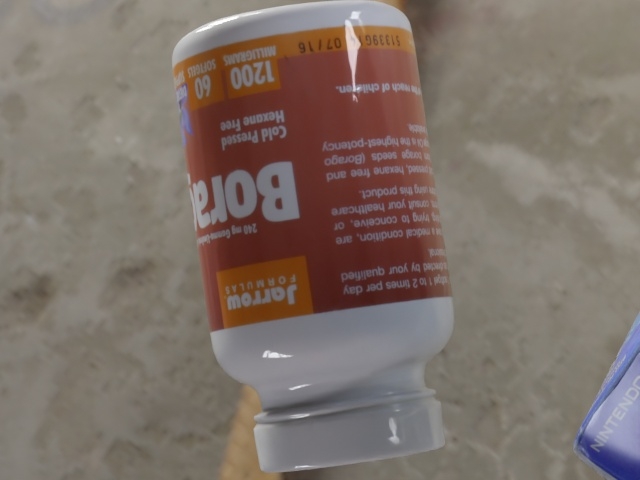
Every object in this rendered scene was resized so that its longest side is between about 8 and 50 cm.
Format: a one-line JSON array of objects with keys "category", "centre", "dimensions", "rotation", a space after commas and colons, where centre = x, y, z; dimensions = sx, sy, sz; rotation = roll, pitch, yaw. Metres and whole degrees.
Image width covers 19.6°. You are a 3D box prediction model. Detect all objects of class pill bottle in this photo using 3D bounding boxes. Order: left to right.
[{"category": "pill bottle", "centre": [0.000, 0.000, 0.902], "dimensions": [0.121, 0.121, 0.216], "rotation": [-11, 85, 31]}]

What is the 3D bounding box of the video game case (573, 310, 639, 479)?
[{"category": "video game case", "centre": [0.213, -0.054, 0.734], "dimensions": [0.244, 0.061, 0.269], "rotation": [-46, -14, -55]}]
